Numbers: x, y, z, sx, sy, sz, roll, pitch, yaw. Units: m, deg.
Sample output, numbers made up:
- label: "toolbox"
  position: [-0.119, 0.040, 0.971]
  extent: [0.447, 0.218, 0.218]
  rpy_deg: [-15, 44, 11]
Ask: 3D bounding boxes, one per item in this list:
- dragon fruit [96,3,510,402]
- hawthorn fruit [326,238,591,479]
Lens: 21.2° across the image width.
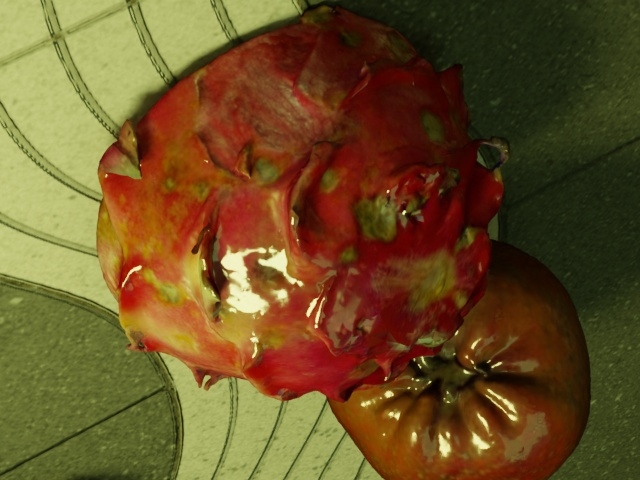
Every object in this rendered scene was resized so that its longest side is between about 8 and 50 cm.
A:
- label: "dragon fruit"
  position: [0.000, 0.000, 1.515]
  extent: [0.386, 0.249, 0.371]
  rpy_deg: [6, 122, -45]
- label: "hawthorn fruit"
  position: [0.152, 0.137, 1.781]
  extent: [0.277, 0.277, 0.298]
  rpy_deg: [-44, 162, 10]
